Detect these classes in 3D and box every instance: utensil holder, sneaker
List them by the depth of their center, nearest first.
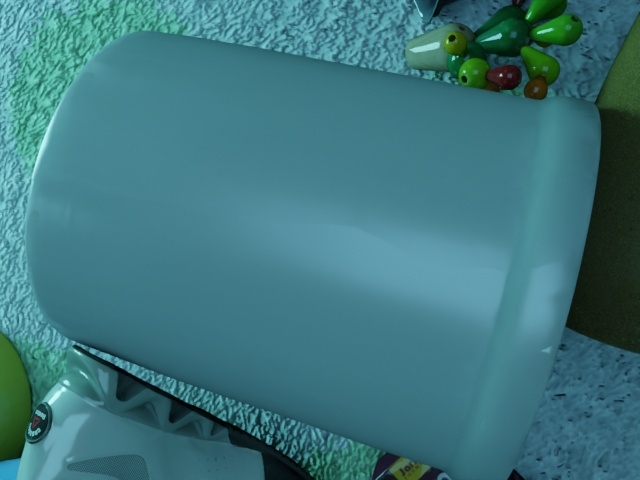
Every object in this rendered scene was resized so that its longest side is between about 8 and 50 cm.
[{"bbox_3d":[0.000,0.000,0.578,0.386,0.327,0.327,15,92,12],"label":"utensil holder"},{"bbox_3d":[-0.135,0.234,0.618,0.331,0.123,0.146,37,70,-32],"label":"sneaker"}]

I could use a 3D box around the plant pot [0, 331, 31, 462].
[{"bbox_3d":[-0.498,0.206,0.696,0.254,0.239,0.253,0,89,11],"label":"plant pot"}]

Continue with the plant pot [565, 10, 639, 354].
[{"bbox_3d":[0.312,-0.060,0.534,0.237,0.237,0.254,3,105,10],"label":"plant pot"}]

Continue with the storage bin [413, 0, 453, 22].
[{"bbox_3d":[0.140,-0.303,0.656,0.091,0.135,0.098,-23,85,-3],"label":"storage bin"}]

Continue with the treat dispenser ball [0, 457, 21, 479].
[{"bbox_3d":[-0.294,0.364,0.632,0.289,0.288,0.287,0,89,10],"label":"treat dispenser ball"}]

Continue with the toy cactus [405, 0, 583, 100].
[{"bbox_3d":[0.164,-0.205,0.640,0.181,0.112,0.219,3,47,41],"label":"toy cactus"}]

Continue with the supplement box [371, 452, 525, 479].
[{"bbox_3d":[0.157,0.272,0.663,0.188,0.081,0.104,43,96,8],"label":"supplement box"}]
